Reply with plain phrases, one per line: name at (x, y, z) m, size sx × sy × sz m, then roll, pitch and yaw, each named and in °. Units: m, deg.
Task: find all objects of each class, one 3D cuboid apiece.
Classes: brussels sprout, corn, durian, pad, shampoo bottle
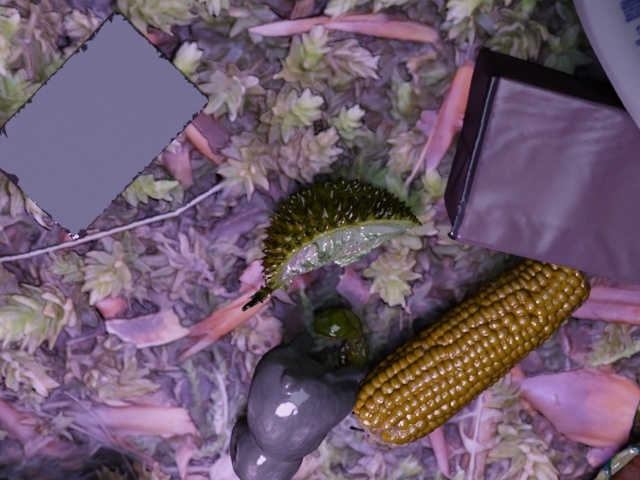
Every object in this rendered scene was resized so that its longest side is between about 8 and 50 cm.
brussels sprout at (0.027, 0.109, 2.006) m, size 0.051 × 0.046 × 0.083 m, roll -27°, pitch 114°, yaw -1°
corn at (0.157, 0.121, 1.985) m, size 0.310 × 0.101 × 0.101 m, roll -36°, pitch 103°, yaw 6°
durian at (0.000, 0.000, 1.960) m, size 0.215 × 0.086 × 0.100 m, roll -24°, pitch 118°, yaw 0°
pad at (-0.238, -0.120, 1.947) m, size 0.211 × 0.003 × 0.143 m, roll -44°, pitch 103°, yaw 7°
shampoo bottle at (0.354, -0.170, 1.827) m, size 0.134 × 0.078 × 0.359 m, roll -16°, pitch 64°, yaw -16°

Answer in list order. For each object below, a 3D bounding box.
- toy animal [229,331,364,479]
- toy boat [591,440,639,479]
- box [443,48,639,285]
toy animal at (-0.054, 0.211, 1.991) m, size 0.108 × 0.138 × 0.236 m, roll 42°, pitch 115°, yaw 18°
toy boat at (0.310, 0.332, 2.053) m, size 0.108 × 0.099 × 0.293 m, roll 42°, pitch 90°, yaw -13°
box at (0.265, -0.074, 1.919) m, size 0.252 × 0.153 × 0.188 m, roll 12°, pitch 104°, yaw -7°
